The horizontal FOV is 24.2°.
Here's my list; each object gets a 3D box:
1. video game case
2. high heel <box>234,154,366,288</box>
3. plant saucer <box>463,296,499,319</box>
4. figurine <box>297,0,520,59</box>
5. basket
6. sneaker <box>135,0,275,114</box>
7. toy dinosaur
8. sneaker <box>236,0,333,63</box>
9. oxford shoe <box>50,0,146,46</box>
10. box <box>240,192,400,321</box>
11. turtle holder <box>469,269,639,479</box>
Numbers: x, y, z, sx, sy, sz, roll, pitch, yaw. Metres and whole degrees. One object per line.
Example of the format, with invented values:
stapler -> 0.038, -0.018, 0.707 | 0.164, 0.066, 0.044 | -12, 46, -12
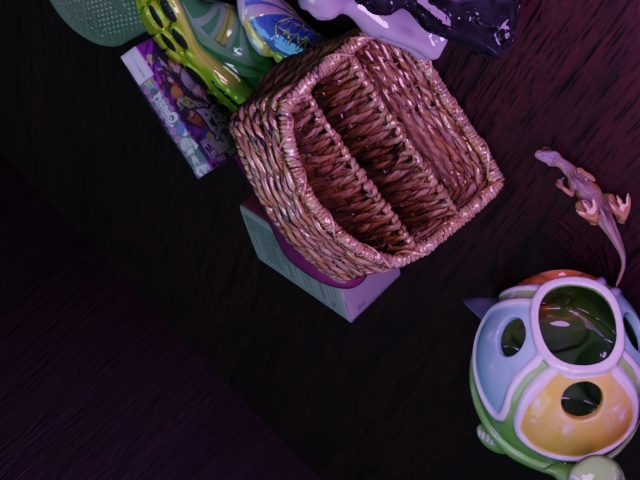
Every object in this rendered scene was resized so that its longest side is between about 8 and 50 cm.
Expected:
video game case -> -0.165, -0.225, 2.217 | 0.042, 0.232, 0.210 | -29, 95, 38
high heel -> -0.051, -0.084, 2.323 | 0.377, 0.127, 0.181 | 49, 170, 37
plant saucer -> 0.295, 0.134, 2.178 | 0.195, 0.037, 0.195 | 37, -173, -5
figurine -> 0.082, -0.274, 1.697 | 0.209, 0.092, 0.215 | 12, 179, -30
basket -> 0.054, -0.106, 1.950 | 0.223, 0.213, 0.299 | -14, 118, 43
sneaker -> -0.155, -0.299, 2.127 | 0.109, 0.123, 0.295 | 8, 146, 50
toy dinosaur -> 0.345, -0.036, 1.831 | 0.211, 0.064, 0.112 | 56, -177, -8
sneaker -> -0.012, -0.273, 2.080 | 0.126, 0.091, 0.240 | -17, 115, 48
oxford shoe -> -0.303, -0.402, 2.319 | 0.449, 0.130, 0.169 | 6, 137, 55
box -> 0.000, 0.000, 2.462 | 0.232, 0.127, 0.148 | 33, 155, 33
turtle holder -> 0.307, 0.185, 1.930 | 0.243, 0.320, 0.227 | 20, 152, 9
